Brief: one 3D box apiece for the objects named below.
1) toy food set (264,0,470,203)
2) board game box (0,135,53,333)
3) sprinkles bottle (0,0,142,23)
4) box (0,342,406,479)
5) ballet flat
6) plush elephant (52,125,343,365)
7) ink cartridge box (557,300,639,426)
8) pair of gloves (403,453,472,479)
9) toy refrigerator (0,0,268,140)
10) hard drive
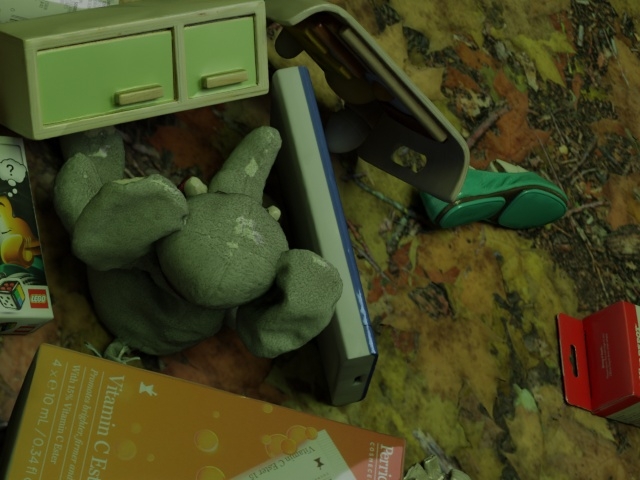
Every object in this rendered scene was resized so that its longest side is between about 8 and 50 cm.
[{"bbox_3d":[0.013,-0.172,1.812,0.092,0.220,0.306,-50,123,-5],"label":"toy food set"},{"bbox_3d":[-0.402,-0.011,1.496,0.305,0.053,0.193,3,66,-41],"label":"board game box"},{"bbox_3d":[-0.277,-0.244,1.683,0.355,0.121,0.121,9,62,-38],"label":"sprinkles bottle"},{"bbox_3d":[-0.118,0.259,1.439,0.345,0.168,0.215,16,53,-12],"label":"box"},{"bbox_3d":[0.217,-0.066,2.057,0.247,0.083,0.087,-2,55,-44],"label":"ballet flat"},{"bbox_3d":[-0.119,-0.003,1.595,0.272,0.255,0.330,32,50,-25],"label":"plush elephant"},{"bbox_3d":[0.417,0.165,2.106,0.231,0.078,0.134,18,57,-34],"label":"ink cartridge box"},{"bbox_3d":[0.127,0.356,1.773,0.240,0.042,0.204,-33,91,-47],"label":"pair of gloves"},{"bbox_3d":[-0.186,-0.180,1.634,0.270,0.094,0.102,-14,113,-32],"label":"toy refrigerator"},{"bbox_3d":[0.000,0.000,1.749,0.040,0.210,0.318,-12,72,-7],"label":"hard drive"}]
